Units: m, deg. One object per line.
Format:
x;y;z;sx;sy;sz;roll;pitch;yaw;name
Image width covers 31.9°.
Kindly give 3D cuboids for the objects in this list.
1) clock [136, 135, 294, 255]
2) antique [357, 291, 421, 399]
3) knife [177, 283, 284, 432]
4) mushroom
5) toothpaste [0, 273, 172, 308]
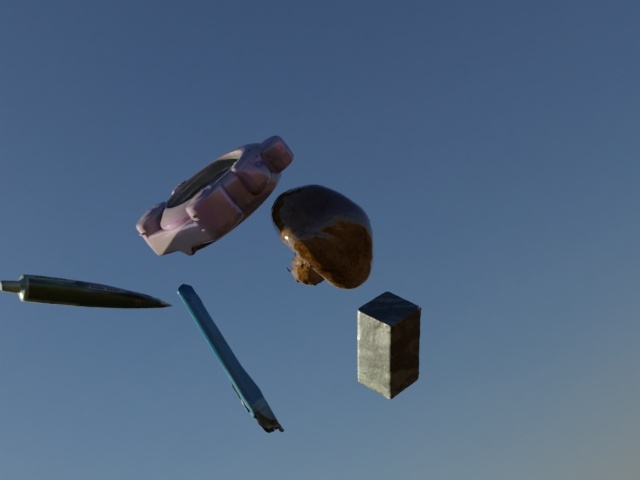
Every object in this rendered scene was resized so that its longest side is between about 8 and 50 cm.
-0.224;-0.103;2.469;0.295;0.113;0.322;-15;26;50;clock
0.127;0.201;2.082;0.088;0.086;0.183;-28;-50;-38;antique
-0.151;0.194;1.839;0.044;0.297;0.026;-19;-20;-45;knife
0.007;-0.006;2.387;0.195;0.263;0.283;-47;-9;-16;mushroom
-0.530;0.121;2.531;0.392;0.061;0.098;7;4;-29;toothpaste
